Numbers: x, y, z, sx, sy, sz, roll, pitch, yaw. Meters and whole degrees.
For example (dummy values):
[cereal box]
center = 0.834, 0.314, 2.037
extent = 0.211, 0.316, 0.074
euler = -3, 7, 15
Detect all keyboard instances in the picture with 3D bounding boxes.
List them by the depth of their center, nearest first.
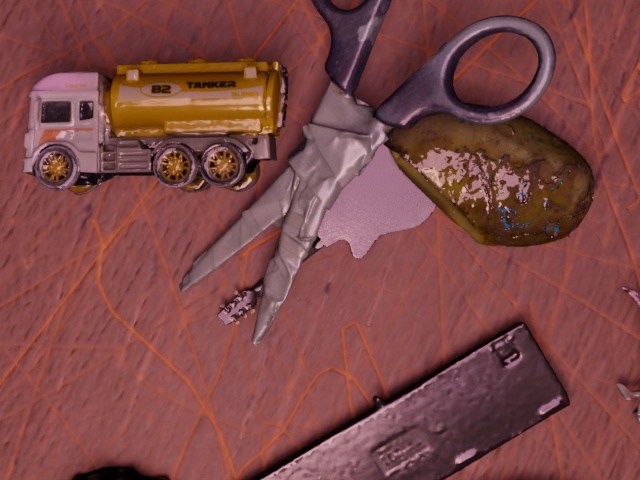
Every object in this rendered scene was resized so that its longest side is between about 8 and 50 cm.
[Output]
[keyboard]
center = 0.071, 0.187, 1.401
extent = 0.317, 0.027, 0.106
euler = -30, 101, 4

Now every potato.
[potato]
center = 0.154, -0.060, 1.336
extent = 0.198, 0.054, 0.119
euler = 30, 89, -10

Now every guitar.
[guitar]
center = 0.000, 0.000, 1.372
extent = 0.233, 0.025, 0.088
euler = -39, 98, 5

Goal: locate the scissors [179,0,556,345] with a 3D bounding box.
[scissors]
center = 0.007, -0.083, 1.327
extent = 0.256, 0.029, 0.383
euler = 41, 105, 20

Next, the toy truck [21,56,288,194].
[toy truck]
center = -0.139, -0.099, 1.308
extent = 0.227, 0.098, 0.114
euler = -1, 89, 6

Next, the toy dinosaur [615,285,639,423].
[toy dinosaur]
center = 0.331, 0.128, 1.390
extent = 0.108, 0.032, 0.220
euler = -36, 107, 1

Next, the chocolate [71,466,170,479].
[chocolate]
center = -0.190, 0.286, 1.363
extent = 0.156, 0.133, 0.156
euler = 0, 97, 2
